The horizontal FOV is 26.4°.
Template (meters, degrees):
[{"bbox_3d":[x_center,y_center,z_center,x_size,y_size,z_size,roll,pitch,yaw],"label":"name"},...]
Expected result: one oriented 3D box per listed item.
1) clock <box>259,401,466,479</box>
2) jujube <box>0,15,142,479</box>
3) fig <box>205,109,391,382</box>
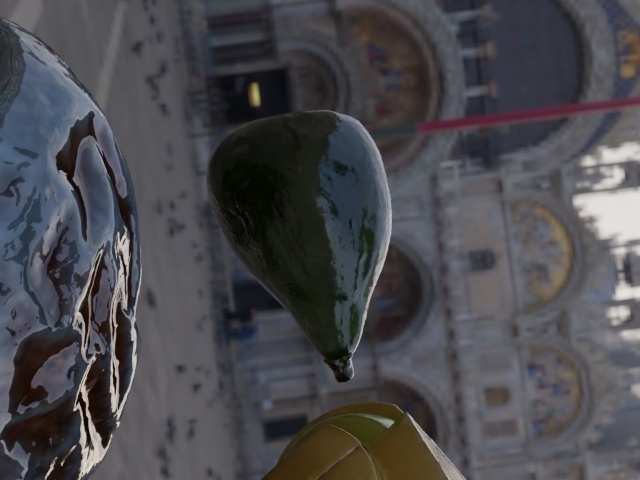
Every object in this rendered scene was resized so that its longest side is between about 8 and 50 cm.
[{"bbox_3d":[-0.015,0.271,0.888,0.200,0.317,0.244,49,-3,41],"label":"clock"},{"bbox_3d":[-0.207,0.032,0.757,0.308,0.215,0.246,94,-8,-49],"label":"jujube"},{"bbox_3d":[0.000,0.000,0.874,0.117,0.117,0.177,95,-23,-75],"label":"fig"}]
